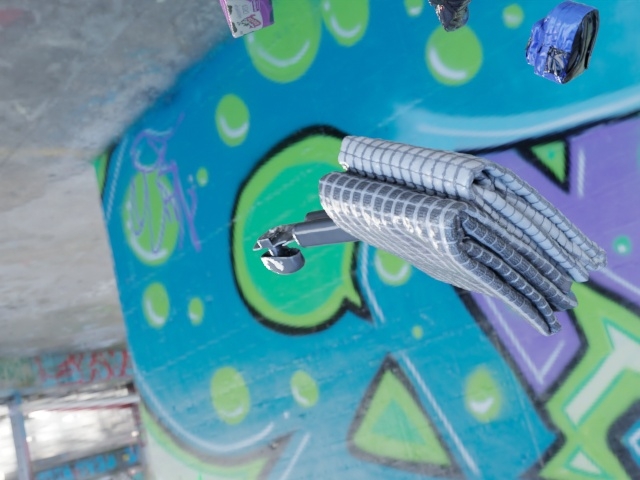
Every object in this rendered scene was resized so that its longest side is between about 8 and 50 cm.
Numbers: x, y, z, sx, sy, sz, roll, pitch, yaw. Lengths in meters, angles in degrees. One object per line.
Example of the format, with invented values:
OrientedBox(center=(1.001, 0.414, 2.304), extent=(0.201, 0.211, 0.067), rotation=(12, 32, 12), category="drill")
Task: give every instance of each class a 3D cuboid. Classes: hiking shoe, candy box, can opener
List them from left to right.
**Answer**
OrientedBox(center=(-0.139, -0.429, 1.209), extent=(0.071, 0.233, 0.159), rotation=(-20, 175, -3), category="candy box")
OrientedBox(center=(0.000, 0.000, 1.449), extent=(0.283, 0.095, 0.076), rotation=(-7, -153, 42), category="can opener")
OrientedBox(center=(0.249, -0.437, 1.485), extent=(0.114, 0.086, 0.227), rotation=(-20, 170, 17), category="hiking shoe")

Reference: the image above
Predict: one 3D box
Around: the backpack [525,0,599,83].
OrientedBox(center=(0.401, -0.336, 1.407), extent=(0.098, 0.101, 0.120), rotation=(-39, 148, -44), category="backpack")

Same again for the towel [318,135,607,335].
OrientedBox(center=(0.163, -0.006, 1.011), extent=(0.283, 0.121, 0.235), rotation=(33, 170, -37), category="towel")
